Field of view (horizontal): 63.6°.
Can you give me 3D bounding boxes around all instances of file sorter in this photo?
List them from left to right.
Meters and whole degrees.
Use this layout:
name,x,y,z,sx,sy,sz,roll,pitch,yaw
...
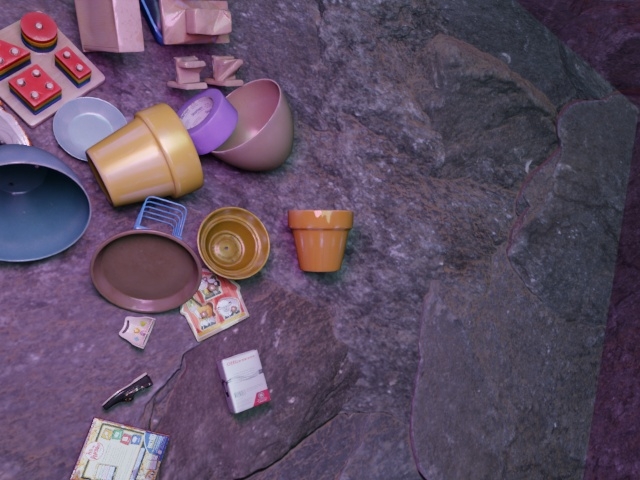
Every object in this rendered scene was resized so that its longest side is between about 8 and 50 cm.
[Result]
name,x,y,z,sx,sy,sz,roll,pitch,yaw
file sorter,-0.443,-0.036,1.404,0.118,0.170,0.104,17,67,-22

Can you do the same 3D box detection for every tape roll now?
name,x,y,z,sx,sy,sz,roll,pitch,yaw
tape roll,-0.339,-0.346,1.509,0.080,0.189,0.188,46,56,-45

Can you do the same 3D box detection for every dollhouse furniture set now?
name,x,y,z,sx,sy,sz,roll,pitch,yaw
dollhouse furniture set,-0.452,-0.630,1.484,0.395,0.257,0.361,-20,121,-40

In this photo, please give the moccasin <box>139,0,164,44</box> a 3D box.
name,x,y,z,sx,sy,sz,roll,pitch,yaw
moccasin,-0.519,-0.779,1.598,0.117,0.138,0.341,-25,102,-16

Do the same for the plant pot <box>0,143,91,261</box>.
name,x,y,z,sx,sy,sz,roll,pitch,yaw
plant pot,-0.726,-0.119,1.249,0.291,0.290,0.195,-9,45,-29

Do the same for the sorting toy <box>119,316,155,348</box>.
name,x,y,z,sx,sy,sz,roll,pitch,yaw
sorting toy,-0.493,0.239,1.380,0.075,0.045,0.083,23,68,-12

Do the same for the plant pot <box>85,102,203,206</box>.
name,x,y,z,sx,sy,sz,roll,pitch,yaw
plant pot,-0.482,-0.210,1.393,0.239,0.254,0.253,-28,90,-22

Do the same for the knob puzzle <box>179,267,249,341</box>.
name,x,y,z,sx,sy,sz,roll,pitch,yaw
knob puzzle,-0.316,0.168,1.494,0.213,0.030,0.212,7,73,-25

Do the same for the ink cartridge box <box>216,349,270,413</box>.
name,x,y,z,sx,sy,sz,roll,pitch,yaw
ink cartridge box,-0.219,0.396,1.462,0.109,0.063,0.150,-13,82,-29

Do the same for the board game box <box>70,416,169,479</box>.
name,x,y,z,sx,sy,sz,roll,pitch,yaw
board game box,-0.498,0.539,1.292,0.194,0.045,0.146,24,67,-20

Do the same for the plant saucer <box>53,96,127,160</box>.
name,x,y,z,sx,sy,sz,roll,pitch,yaw
plant saucer,-0.642,-0.306,1.451,0.195,0.037,0.194,7,74,-25

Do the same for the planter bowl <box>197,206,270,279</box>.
name,x,y,z,sx,sy,sz,roll,pitch,yaw
planter bowl,-0.267,0.016,1.525,0.217,0.090,0.216,8,73,-26

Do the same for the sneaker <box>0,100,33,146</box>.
name,x,y,z,sx,sy,sz,roll,pitch,yaw
sneaker,-0.843,-0.288,1.321,0.121,0.099,0.262,-38,87,-22

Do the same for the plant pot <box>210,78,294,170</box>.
name,x,y,z,sx,sy,sz,roll,pitch,yaw
plant pot,-0.191,-0.322,1.580,0.191,0.284,0.283,46,56,-45

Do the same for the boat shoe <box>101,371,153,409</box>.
name,x,y,z,sx,sy,sz,roll,pitch,yaw
boat shoe,-0.496,0.394,1.330,0.133,0.049,0.042,-32,84,-34

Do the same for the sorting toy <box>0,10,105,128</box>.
name,x,y,z,sx,sy,sz,roll,pitch,yaw
sorting toy,-0.774,-0.483,1.401,0.255,0.089,0.257,46,62,-9

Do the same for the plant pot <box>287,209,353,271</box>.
name,x,y,z,sx,sy,sz,roll,pitch,yaw
plant pot,0.000,0.000,1.618,0.205,0.205,0.187,-1,92,-27

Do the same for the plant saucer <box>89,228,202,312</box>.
name,x,y,z,sx,sy,sz,roll,pitch,yaw
plant saucer,-0.450,0.077,1.347,0.278,0.277,0.041,18,31,-22
